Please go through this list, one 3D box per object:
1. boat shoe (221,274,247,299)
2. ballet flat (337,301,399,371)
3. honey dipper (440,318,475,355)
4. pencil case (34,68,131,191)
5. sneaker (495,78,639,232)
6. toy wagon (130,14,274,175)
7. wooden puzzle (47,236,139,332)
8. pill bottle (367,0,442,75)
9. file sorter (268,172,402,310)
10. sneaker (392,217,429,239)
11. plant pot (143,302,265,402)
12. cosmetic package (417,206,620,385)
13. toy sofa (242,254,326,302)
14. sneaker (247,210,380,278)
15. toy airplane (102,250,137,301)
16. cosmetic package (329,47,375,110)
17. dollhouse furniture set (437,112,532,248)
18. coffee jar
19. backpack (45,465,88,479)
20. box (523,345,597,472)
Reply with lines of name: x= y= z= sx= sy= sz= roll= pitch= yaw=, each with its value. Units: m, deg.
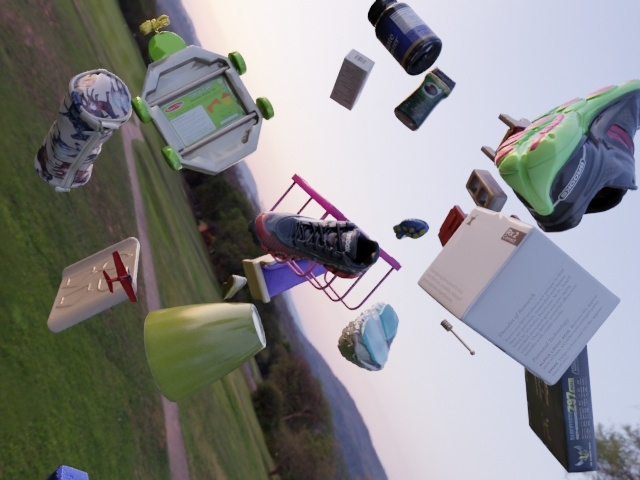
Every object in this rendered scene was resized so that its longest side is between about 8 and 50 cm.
boat shoe: x=-0.287 y=0.155 z=1.578 sx=0.153 sy=0.048 sz=0.056 roll=-46 pitch=-134 yaw=50
ballet flat: x=0.121 y=0.269 z=1.303 sx=0.147 sy=0.146 sz=0.409 roll=67 pitch=18 yaw=5
honey dipper: x=0.477 y=0.336 z=1.672 sx=0.161 sy=0.030 sz=0.031 roll=49 pitch=-17 yaw=40
pencil case: x=-0.693 y=-0.299 z=1.394 sx=0.410 sy=0.159 sz=0.184 roll=-33 pitch=-126 yaw=41
sneaker: x=0.499 y=-0.160 z=0.915 sx=0.185 sy=0.482 sz=0.202 roll=-12 pitch=-74 yaw=57
toy wagon: x=-0.277 y=-0.324 z=1.071 sx=0.345 sy=0.267 sz=0.068 roll=59 pitch=-19 yaw=-6
wooden puzzle: x=-0.802 y=0.162 z=1.760 sx=0.081 sy=0.321 sz=0.348 roll=66 pitch=-4 yaw=-36
pill bottle: x=0.228 y=-0.574 z=1.340 sx=0.219 sy=0.122 sz=0.123 roll=56 pitch=-10 yaw=20
file sorter: x=0.014 y=0.017 z=1.188 sx=0.290 sy=0.182 sz=0.202 roll=38 pitch=5 yaw=-39
sneaker: x=0.280 y=-0.043 z=1.463 sx=0.067 sy=0.078 sz=0.188 roll=65 pitch=-12 yaw=-2
plant pot: x=-0.321 y=0.298 z=1.432 sx=0.275 sy=0.293 sz=0.275 roll=163 pitch=-90 yaw=-89
cosmetic package: x=0.271 y=0.072 z=0.686 sx=0.183 sy=0.152 sz=0.151 roll=35 pitch=5 yaw=-16
toy sofa: x=-0.083 y=0.094 z=1.764 sx=0.177 sy=0.362 sz=0.150 roll=3 pitch=-71 yaw=53
sneaker: x=0.000 y=0.000 z=0.937 sx=0.135 sy=0.275 sz=0.098 roll=-22 pitch=-127 yaw=57
toy airplane: x=-0.553 y=0.103 z=1.320 sx=0.151 sy=0.028 sz=0.151 roll=18 pitch=-61 yaw=36
cosmetic package: x=0.066 y=-0.341 z=1.030 sx=0.060 sy=0.041 sz=0.115 roll=34 pitch=-33 yaw=2
dollhouse furniture set: x=0.458 y=-0.089 z=1.161 sx=0.152 sy=0.201 sz=0.374 roll=-102 pitch=-156 yaw=-48
coffee jar: x=0.309 y=-0.418 z=1.426 sx=0.096 sy=0.184 sz=0.079 roll=43 pitch=-1 yaw=6
backpack: x=-0.684 y=0.669 z=1.260 sx=0.098 sy=0.120 sz=0.101 roll=48 pitch=-2 yaw=-34
box: x=0.453 y=0.289 z=0.932 sx=0.183 sy=0.059 sz=0.233 roll=-68 pitch=151 yaw=-85
